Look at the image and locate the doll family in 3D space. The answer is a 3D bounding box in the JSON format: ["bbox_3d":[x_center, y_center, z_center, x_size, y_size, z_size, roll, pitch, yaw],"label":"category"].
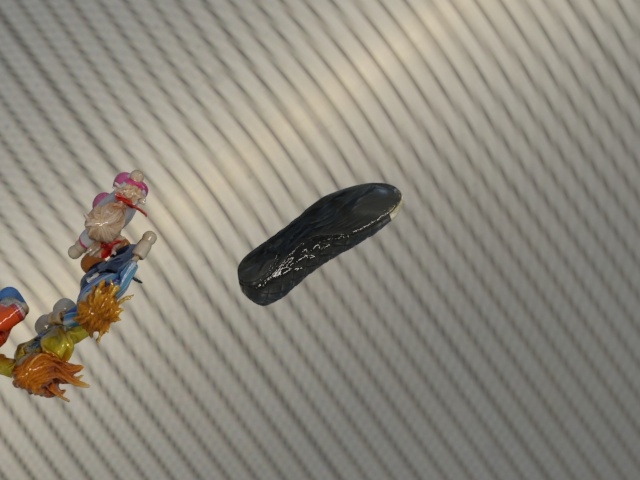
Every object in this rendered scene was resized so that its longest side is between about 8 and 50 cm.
[{"bbox_3d":[-0.220,0.058,1.475,0.263,0.163,0.118,-43,101,11],"label":"doll family"}]

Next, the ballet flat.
[{"bbox_3d":[0.000,0.000,1.495,0.173,0.049,0.057,-30,53,2],"label":"ballet flat"}]
